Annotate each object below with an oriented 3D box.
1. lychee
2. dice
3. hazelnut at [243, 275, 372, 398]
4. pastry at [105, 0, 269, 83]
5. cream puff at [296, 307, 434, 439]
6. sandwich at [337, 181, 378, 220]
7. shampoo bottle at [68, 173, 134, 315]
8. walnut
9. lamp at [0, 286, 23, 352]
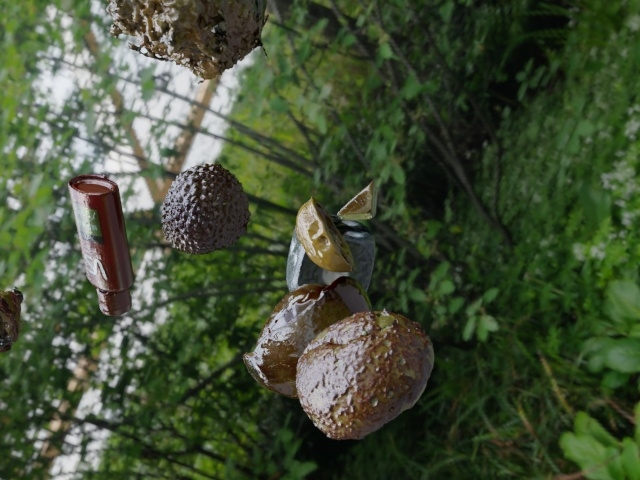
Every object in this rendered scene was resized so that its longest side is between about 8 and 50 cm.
[{"bbox_3d":[-0.240,-0.069,1.801,0.188,0.188,0.188,-159,90,-84],"label":"lychee"},{"bbox_3d":[0.022,0.045,2.052,0.183,0.182,0.182,-109,32,-68],"label":"dice"},{"bbox_3d":[-0.017,0.145,1.255,0.170,0.201,0.161,54,-157,-57],"label":"hazelnut"},{"bbox_3d":[-0.180,-0.365,1.243,0.193,0.274,0.275,-39,27,48],"label":"pastry"},{"bbox_3d":[0.038,0.120,0.839,0.149,0.084,0.149,-31,23,15],"label":"cream puff"},{"bbox_3d":[0.072,-0.054,1.419,0.083,0.044,0.031,-42,-29,-2],"label":"sandwich"},{"bbox_3d":[-0.454,0.014,1.820,0.076,0.118,0.314,-46,-36,-48],"label":"shampoo bottle"},{"bbox_3d":[0.000,0.000,1.234,0.052,0.121,0.091,-29,1,12],"label":"walnut"},{"bbox_3d":[-0.644,0.145,1.700,0.118,0.118,0.253,-68,20,6],"label":"lamp"}]
